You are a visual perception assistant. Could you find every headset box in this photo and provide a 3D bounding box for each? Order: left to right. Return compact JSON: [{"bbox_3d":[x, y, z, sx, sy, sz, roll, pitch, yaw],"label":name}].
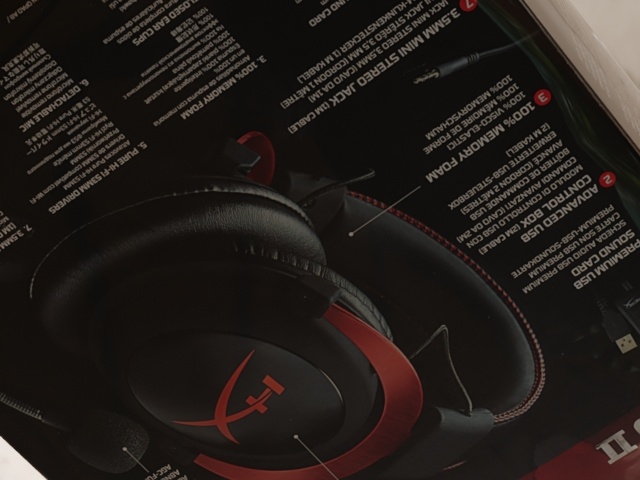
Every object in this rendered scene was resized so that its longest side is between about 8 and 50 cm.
[{"bbox_3d":[0.000,0.000,0.631,0.293,0.218,0.110,47,-162,-25],"label":"headset box"}]
